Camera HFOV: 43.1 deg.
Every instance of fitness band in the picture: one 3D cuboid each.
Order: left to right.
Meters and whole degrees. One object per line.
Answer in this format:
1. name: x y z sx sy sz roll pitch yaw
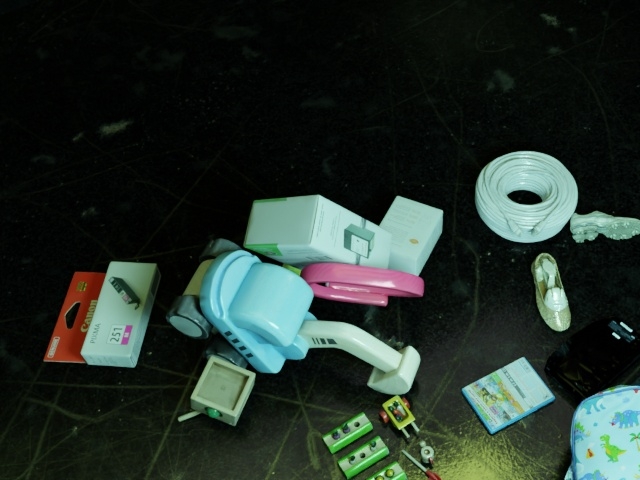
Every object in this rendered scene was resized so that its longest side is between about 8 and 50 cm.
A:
1. fitness band: 0.095 0.101 1.885 0.291 0.209 0.054 6 74 -3

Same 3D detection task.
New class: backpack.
1. backpack: 0.614 0.455 1.553 0.290 0.273 0.355 -21 31 30

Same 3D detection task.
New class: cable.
1. cable: 0.530 -0.115 2.088 0.257 0.089 0.257 -30 54 -16

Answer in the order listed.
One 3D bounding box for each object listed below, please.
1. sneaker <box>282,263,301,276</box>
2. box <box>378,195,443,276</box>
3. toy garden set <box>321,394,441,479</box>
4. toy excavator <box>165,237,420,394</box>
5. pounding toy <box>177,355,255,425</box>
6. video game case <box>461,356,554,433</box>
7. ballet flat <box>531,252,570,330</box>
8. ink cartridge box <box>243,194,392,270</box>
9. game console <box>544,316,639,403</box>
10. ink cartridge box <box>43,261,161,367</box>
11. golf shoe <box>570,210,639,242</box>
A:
1. sneaker: -0.056 0.026 2.047 0.082 0.094 0.208 3 55 8
2. box: 0.217 -0.008 2.042 0.130 0.091 0.170 21 58 20
3. toy garden set: 0.148 0.457 1.722 0.204 0.049 0.244 -28 55 -14
4. toy excavator: -0.053 0.197 1.815 0.445 0.433 0.222 -4 46 40
5. pounding toy: -0.236 0.355 1.831 0.130 0.100 0.141 22 60 5
6. video game case: 0.416 0.342 1.799 0.166 0.015 0.119 -25 55 -12
7. ballet flat: 0.545 0.116 1.922 0.073 0.067 0.206 -9 53 -1
8. ink cartridge box: 0.000 0.000 1.895 0.211 0.289 0.121 -2 72 40
9. game console: 0.685 0.329 1.761 0.213 0.044 0.361 -35 56 -16
10. ink cartridge box: -0.546 0.176 2.016 0.239 0.060 0.275 3 53 7
11. golf shoe: 0.716 -0.048 2.030 0.176 0.069 0.086 -2 47 5
